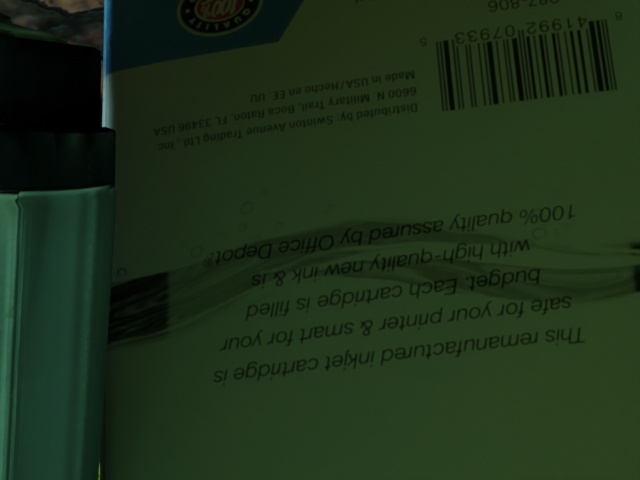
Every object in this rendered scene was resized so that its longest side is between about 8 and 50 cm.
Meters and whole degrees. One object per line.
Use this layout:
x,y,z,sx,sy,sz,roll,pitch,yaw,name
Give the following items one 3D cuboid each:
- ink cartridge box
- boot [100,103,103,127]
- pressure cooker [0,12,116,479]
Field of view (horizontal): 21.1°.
0.045,0.029,0.875,0.285,0.395,0.166,-7,152,9,ink cartridge box
0.000,0.000,1.098,0.338,0.222,0.118,-17,144,-12,boot
-0.263,0.033,0.707,0.375,0.420,0.370,2,-174,-25,pressure cooker
